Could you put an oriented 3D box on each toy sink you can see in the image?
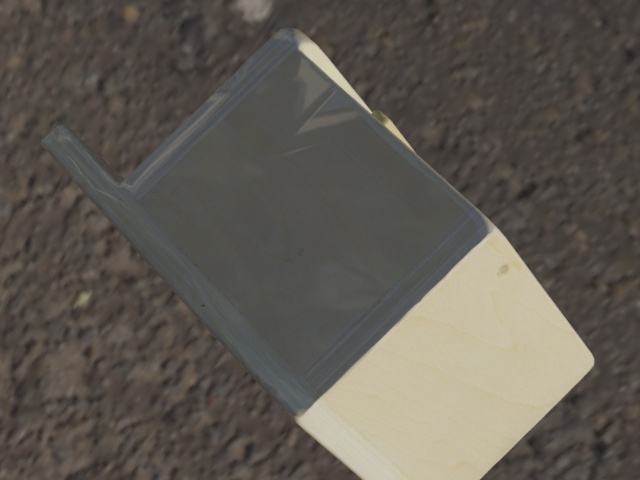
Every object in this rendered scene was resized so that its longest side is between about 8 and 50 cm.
[{"bbox_3d":[0.000,0.000,0.932,0.131,0.153,0.234,-45,52,-2],"label":"toy sink"}]
